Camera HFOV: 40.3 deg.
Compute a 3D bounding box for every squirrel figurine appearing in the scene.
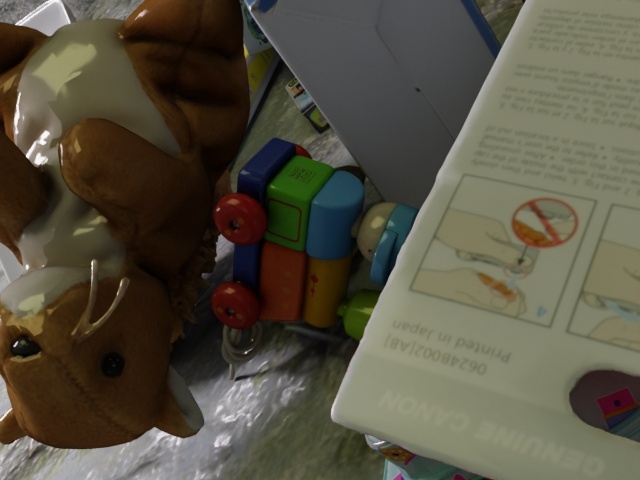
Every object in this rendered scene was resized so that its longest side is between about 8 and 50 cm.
[{"bbox_3d":[-0.184,0.012,0.814,0.280,0.397,0.371,-6,70,3],"label":"squirrel figurine"}]

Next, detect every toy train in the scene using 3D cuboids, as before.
[{"bbox_3d":[-0.005,0.050,0.716,0.143,0.248,0.105,20,40,16],"label":"toy train"}]

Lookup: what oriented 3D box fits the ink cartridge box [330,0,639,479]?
[{"bbox_3d":[0.223,-0.017,0.422,0.308,0.091,0.385,14,59,25],"label":"ink cartridge box"}]

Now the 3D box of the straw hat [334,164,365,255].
[{"bbox_3d":[0.000,0.000,0.812,0.144,0.144,0.061,-39,70,6],"label":"straw hat"}]

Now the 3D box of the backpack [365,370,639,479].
[{"bbox_3d":[0.123,0.078,0.484,0.188,0.144,0.166,-23,29,25],"label":"backpack"}]

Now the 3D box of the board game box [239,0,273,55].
[{"bbox_3d":[0.016,-0.392,1.221,0.303,0.098,0.224,-23,32,8],"label":"board game box"}]

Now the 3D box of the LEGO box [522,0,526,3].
[{"bbox_3d":[0.238,-0.411,0.623,0.372,0.500,0.193,2,52,51],"label":"LEGO box"}]

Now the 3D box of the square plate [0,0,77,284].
[{"bbox_3d":[-0.362,-0.100,1.161,0.344,0.347,0.049,-15,9,39],"label":"square plate"}]

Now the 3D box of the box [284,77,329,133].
[{"bbox_3d":[0.056,-0.227,1.078,0.207,0.036,0.114,-39,29,6],"label":"box"}]

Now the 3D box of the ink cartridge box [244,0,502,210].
[{"bbox_3d":[0.036,-0.208,0.835,0.151,0.270,0.395,-35,30,6],"label":"ink cartridge box"}]

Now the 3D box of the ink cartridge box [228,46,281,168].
[{"bbox_3d":[-0.217,-0.160,1.294,0.303,0.072,0.307,-18,35,36],"label":"ink cartridge box"}]
